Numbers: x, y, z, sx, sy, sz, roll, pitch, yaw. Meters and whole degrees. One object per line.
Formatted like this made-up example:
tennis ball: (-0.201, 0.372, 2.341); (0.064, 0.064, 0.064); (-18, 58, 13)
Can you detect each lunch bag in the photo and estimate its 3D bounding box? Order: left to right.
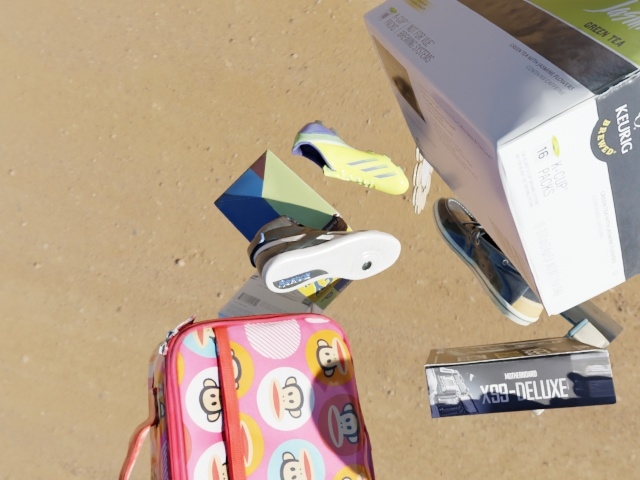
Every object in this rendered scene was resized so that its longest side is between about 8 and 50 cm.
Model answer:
lunch bag: (-0.078, 0.225, 0.623); (0.120, 0.258, 0.292); (-32, 62, 53)

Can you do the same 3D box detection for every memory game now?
memory game: (0.168, -0.134, 0.962); (0.012, 0.186, 0.186); (10, 115, 16)

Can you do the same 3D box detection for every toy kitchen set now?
toy kitchen set: (0.469, 0.219, 1.194); (0.122, 0.207, 0.166); (45, 129, 24)

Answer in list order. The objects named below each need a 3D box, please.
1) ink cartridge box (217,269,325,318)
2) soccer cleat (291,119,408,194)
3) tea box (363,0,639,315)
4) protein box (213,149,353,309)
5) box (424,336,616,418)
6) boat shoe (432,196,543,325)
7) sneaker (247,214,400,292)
ink cartridge box: (-0.091, 0.141, 1.285); (0.159, 0.218, 0.092); (22, 137, 20)
soccer cleat: (0.065, -0.171, 1.399); (0.289, 0.121, 0.093); (30, 148, 4)
tea box: (0.264, -0.164, 0.590); (0.324, 0.329, 0.220); (-29, 129, 6)
protein box: (-0.043, -0.014, 1.059); (0.136, 0.201, 0.200); (-45, 59, -2)
box: (0.294, 0.208, 0.946); (0.243, 0.307, 0.076); (-8, 82, 12)
boat shoe: (0.488, 0.018, 1.716); (0.187, 0.500, 0.156); (14, 122, -33)
sneaker: (0.000, 0.000, 0.875); (0.217, 0.121, 0.079); (-9, 127, -26)
